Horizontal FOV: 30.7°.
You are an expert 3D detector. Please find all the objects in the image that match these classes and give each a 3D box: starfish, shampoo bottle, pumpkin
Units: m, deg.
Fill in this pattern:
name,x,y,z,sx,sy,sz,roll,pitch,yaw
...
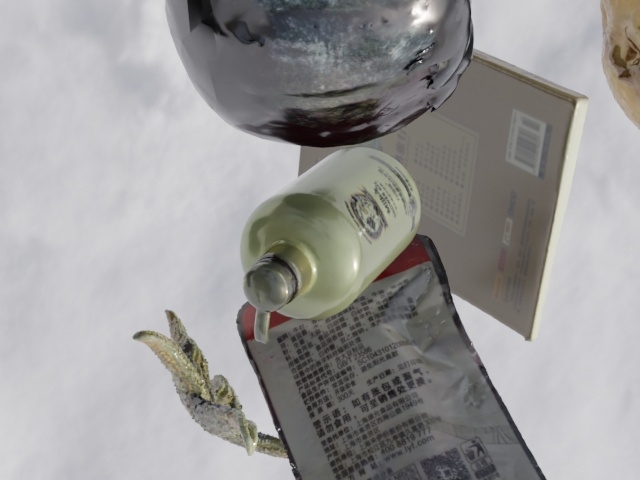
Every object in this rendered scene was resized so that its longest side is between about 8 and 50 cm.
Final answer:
name,x,y,z,sx,sy,sz,roll,pitch,yaw
starfish,-0.088,0.115,0.910,0.053,0.208,0.176,-47,125,-9
shampoo bottle,0.000,0.000,0.693,0.079,0.079,0.162,47,31,2
pumpkin,0.003,-0.163,0.633,0.163,0.233,0.233,2,71,6

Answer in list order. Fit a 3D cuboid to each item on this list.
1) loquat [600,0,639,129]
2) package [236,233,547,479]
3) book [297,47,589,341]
name,x,y,z,sx,sy,sz,roll,pitch,yaw
loquat,0.422,-0.215,1.163,0.284,0.276,0.276,-25,82,-26
package,0.045,0.113,0.769,0.154,0.030,0.239,-23,63,0
book,0.087,-0.075,1.004,0.021,0.217,0.310,-19,37,-35
